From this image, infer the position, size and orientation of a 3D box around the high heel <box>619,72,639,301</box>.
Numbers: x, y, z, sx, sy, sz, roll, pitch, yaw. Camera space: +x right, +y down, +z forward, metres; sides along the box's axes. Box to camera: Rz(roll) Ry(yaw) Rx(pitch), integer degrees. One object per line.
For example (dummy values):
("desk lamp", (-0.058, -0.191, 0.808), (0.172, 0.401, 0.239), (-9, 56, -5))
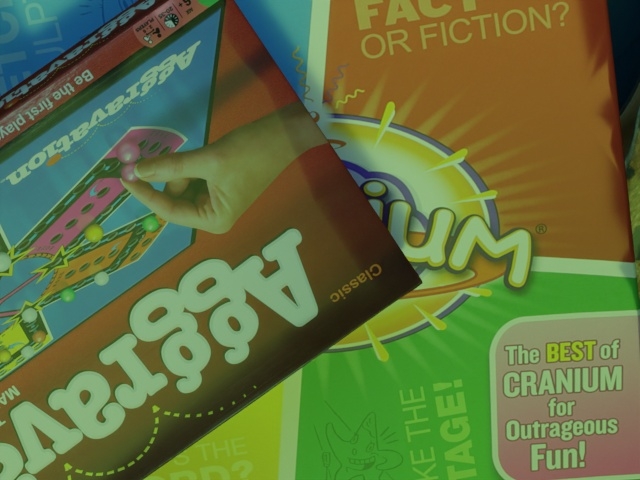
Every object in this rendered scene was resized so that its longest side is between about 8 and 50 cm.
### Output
("high heel", (0.113, -0.068, 0.811), (0.261, 0.093, 0.186), (-26, 119, 21))

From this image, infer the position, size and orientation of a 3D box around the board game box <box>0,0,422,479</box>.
("board game box", (-0.116, 0.039, 0.686), (0.281, 0.027, 0.145), (-35, 115, -1))

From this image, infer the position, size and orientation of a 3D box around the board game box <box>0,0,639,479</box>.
("board game box", (0.000, 0.000, 0.759), (0.242, 0.064, 0.316), (-10, 116, 2))
